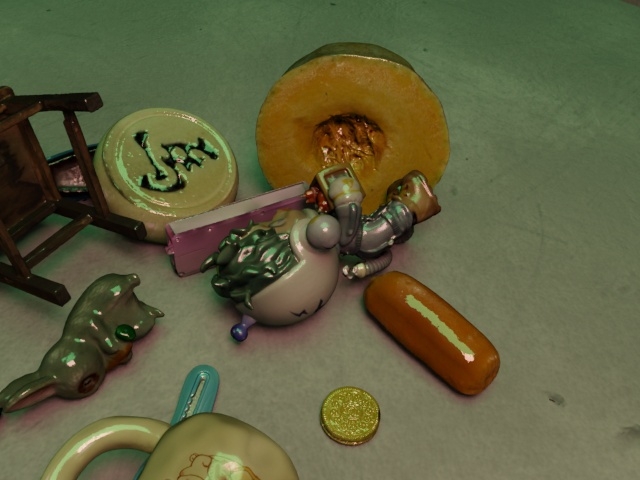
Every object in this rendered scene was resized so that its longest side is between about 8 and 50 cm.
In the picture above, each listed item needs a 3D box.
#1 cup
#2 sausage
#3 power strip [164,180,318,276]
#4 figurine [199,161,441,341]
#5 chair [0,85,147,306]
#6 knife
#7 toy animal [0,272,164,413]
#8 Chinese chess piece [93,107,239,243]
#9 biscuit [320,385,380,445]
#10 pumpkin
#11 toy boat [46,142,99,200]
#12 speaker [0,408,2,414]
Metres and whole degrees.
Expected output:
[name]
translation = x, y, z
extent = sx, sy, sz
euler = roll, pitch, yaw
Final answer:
[cup]
translation = -0.165, 0.303, 0.636
extent = 0.255, 0.173, 0.202
euler = 5, 43, 27
[sausage]
translation = 0.165, 0.130, 0.878
extent = 0.098, 0.098, 0.238
euler = -31, 57, -31
[power strip]
translation = -0.130, -0.020, 0.982
extent = 0.279, 0.109, 0.037
euler = -19, 52, -22
[figurine]
translation = 0.000, -0.002, 0.899
extent = 0.382, 0.261, 0.186
euler = -30, 77, -19
[chair]
translation = -0.503, -0.094, 0.866
extent = 0.416, 0.240, 0.203
euler = 13, 44, 26
[knife]
translation = -0.186, 0.257, 0.758
extent = 0.064, 0.031, 0.222
euler = 13, 46, 5
[toy animal]
translation = -0.331, 0.154, 0.811
extent = 0.138, 0.108, 0.236
euler = 8, 52, 44
[Chinese chess piece]
translation = -0.268, -0.116, 1.017
extent = 0.250, 0.101, 0.250
euler = 11, 59, -19
[biscuit]
translation = 0.041, 0.242, 0.800
extent = 0.084, 0.023, 0.084
euler = 3, 45, -3
[pumpkin]
translation = 0.064, -0.207, 1.056
extent = 0.332, 0.332, 0.199
euler = 10, 35, 5
[toy boat]
translation = -0.416, -0.132, 1.089
extent = 0.223, 0.100, 0.097
euler = -17, 13, -27
[speaker]
translation = -0.463, 0.240, 0.743
extent = 0.094, 0.060, 0.075
euler = -21, 40, 24
